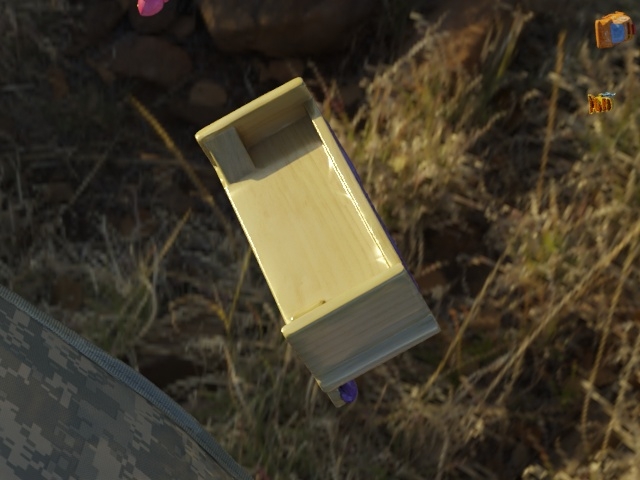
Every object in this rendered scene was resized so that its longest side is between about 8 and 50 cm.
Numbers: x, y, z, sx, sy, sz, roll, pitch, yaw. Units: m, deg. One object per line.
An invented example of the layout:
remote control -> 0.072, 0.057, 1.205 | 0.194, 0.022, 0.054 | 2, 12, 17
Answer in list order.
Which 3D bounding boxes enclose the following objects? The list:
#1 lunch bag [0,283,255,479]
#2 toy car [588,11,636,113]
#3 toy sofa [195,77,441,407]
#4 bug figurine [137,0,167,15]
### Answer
lunch bag -> -0.162, 0.139, 0.618 | 0.287, 0.169, 0.235 | 47, 17, -17
toy car -> 0.345, -0.207, 1.624 | 0.060, 0.040, 0.122 | -3, 96, -50
toy sofa -> 0.000, 0.000, 1.602 | 0.150, 0.177, 0.362 | -29, 47, 3
bug figurine -> -0.218, -0.417, 1.859 | 0.072, 0.279, 0.216 | 26, 82, 36
